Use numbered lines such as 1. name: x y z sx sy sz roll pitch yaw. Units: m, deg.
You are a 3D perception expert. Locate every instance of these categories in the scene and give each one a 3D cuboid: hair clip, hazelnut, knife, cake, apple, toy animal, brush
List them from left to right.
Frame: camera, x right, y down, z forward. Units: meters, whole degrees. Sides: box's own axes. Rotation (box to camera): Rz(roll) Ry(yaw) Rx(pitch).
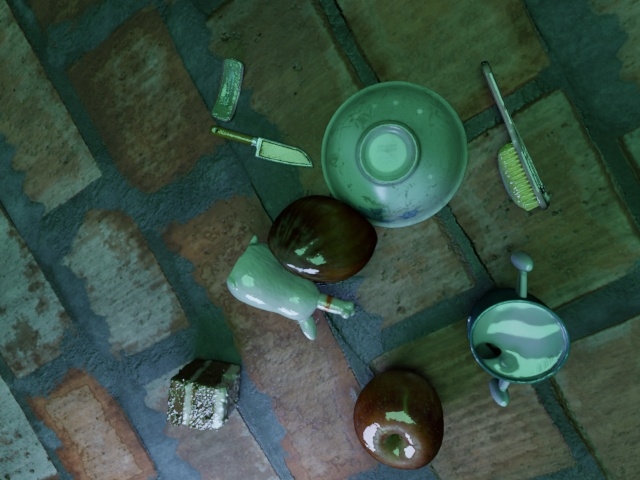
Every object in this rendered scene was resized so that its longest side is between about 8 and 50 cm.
1. cake: -0.282 0.380 1.030 0.147 0.135 0.135 11 101 6
2. hair clip: -0.212 -0.343 0.950 0.054 0.022 0.138 18 102 9
3. knife: -0.134 -0.211 0.953 0.255 0.022 0.046 18 96 5
4. toy animal: -0.070 0.111 0.934 0.282 0.138 0.141 25 115 -16
5. hazelnut: 0.000 0.003 0.864 0.212 0.181 0.181 25 77 31
6. apple: 0.174 0.383 0.913 0.201 0.162 0.202 6 112 15
7. brush: 0.364 -0.199 0.820 0.067 0.072 0.313 -22 93 29

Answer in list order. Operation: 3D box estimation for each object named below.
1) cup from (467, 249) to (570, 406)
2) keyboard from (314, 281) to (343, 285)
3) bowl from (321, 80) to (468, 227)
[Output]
1. cup: 0.370 0.167 0.819 0.167 0.173 0.300 8 101 11
2. keyboard: -0.025 0.085 0.982 0.154 0.010 0.053 -8 98 14
3. bowl: 0.140 -0.170 0.834 0.312 0.146 0.314 2 100 12
